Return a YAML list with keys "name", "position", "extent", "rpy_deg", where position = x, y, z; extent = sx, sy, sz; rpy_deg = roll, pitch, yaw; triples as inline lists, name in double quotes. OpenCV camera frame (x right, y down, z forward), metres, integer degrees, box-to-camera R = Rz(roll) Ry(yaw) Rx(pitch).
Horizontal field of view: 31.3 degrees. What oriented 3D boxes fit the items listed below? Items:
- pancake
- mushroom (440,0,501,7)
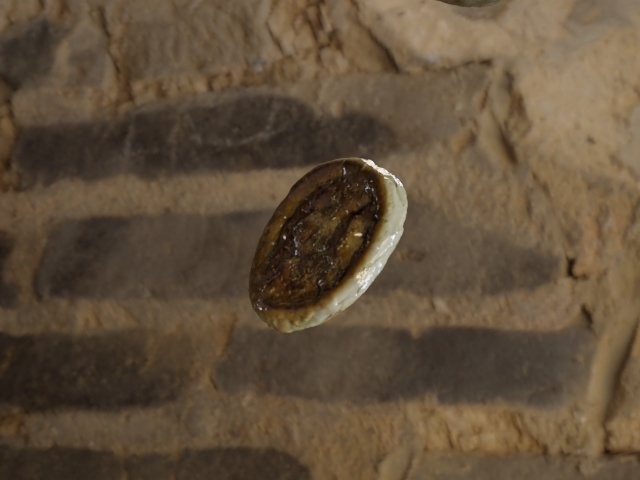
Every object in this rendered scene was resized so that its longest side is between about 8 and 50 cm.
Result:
- name: "pancake"
  position: [0.000, 0.000, 0.895]
  extent: [0.158, 0.028, 0.158]
  rpy_deg: [-27, -137, 28]
- name: "mushroom"
  position: [0.090, -0.225, 0.652]
  extent: [0.267, 0.164, 0.189]
  rpy_deg: [-36, -171, 10]
